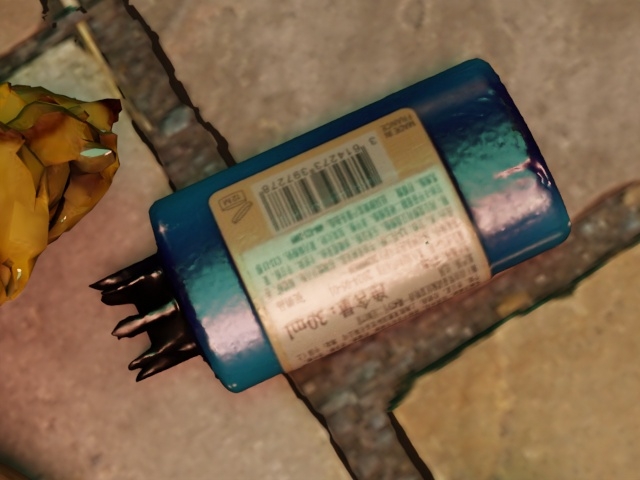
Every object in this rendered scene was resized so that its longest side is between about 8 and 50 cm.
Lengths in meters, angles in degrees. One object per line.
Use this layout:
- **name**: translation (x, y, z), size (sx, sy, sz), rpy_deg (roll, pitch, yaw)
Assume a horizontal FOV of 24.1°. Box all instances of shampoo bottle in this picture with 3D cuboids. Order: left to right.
- **shampoo bottle**: translation (0.000, 0.000, 0.593), size (0.183, 0.050, 0.087), rpy_deg (-24, 71, -2)

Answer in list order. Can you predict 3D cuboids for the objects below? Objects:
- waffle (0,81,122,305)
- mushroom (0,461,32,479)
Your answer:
- **waffle**: translation (-0.257, 0.007, 0.484), size (0.380, 0.382, 0.095), rpy_deg (-7, 104, 9)
- **mushroom**: translation (-0.207, 0.146, 0.496), size (0.254, 0.189, 0.195), rpy_deg (1, 69, 17)
